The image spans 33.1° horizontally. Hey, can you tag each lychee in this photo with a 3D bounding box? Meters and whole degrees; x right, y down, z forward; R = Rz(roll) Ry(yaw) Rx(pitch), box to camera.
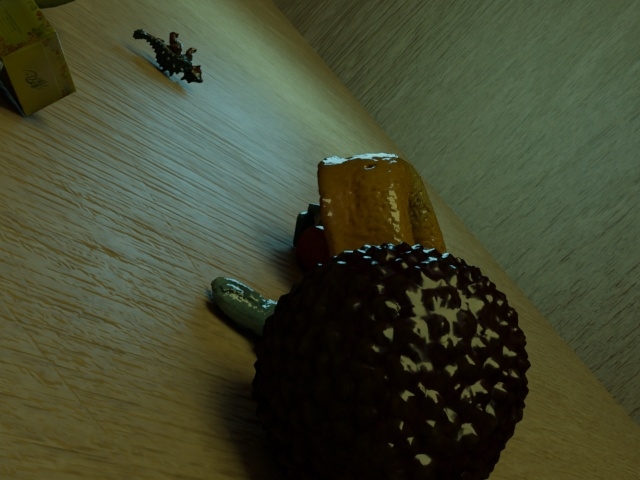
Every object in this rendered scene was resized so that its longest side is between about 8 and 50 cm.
[{"bbox_3d":[0.056,0.122,0.899,0.236,0.236,0.271,41,33,-15],"label":"lychee"}]

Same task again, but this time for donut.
[{"bbox_3d":[0.094,0.016,1.388,0.303,0.110,0.303,-17,90,-76],"label":"donut"}]

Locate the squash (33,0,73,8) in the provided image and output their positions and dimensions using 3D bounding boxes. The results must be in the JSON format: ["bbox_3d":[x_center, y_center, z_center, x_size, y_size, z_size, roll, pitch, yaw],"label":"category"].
[{"bbox_3d":[-0.324,-0.369,1.273,0.041,0.219,0.219,49,13,31],"label":"squash"}]

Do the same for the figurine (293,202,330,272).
[{"bbox_3d":[0.000,0.000,1.431,0.075,0.068,0.140,12,22,2],"label":"figurine"}]

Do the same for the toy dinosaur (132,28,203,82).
[{"bbox_3d":[-0.232,-0.286,1.660,0.154,0.049,0.055,31,59,-47],"label":"toy dinosaur"}]

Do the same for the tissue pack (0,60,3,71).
[{"bbox_3d":[-0.339,-0.112,0.643,0.229,0.145,0.159,39,-19,-28],"label":"tissue pack"}]

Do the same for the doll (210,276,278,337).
[{"bbox_3d":[-0.024,0.080,1.089,0.180,0.075,0.120,40,10,-20],"label":"doll"}]

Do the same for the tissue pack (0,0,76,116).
[{"bbox_3d":[-0.319,-0.219,1.072,0.176,0.062,0.095,53,-17,24],"label":"tissue pack"}]
